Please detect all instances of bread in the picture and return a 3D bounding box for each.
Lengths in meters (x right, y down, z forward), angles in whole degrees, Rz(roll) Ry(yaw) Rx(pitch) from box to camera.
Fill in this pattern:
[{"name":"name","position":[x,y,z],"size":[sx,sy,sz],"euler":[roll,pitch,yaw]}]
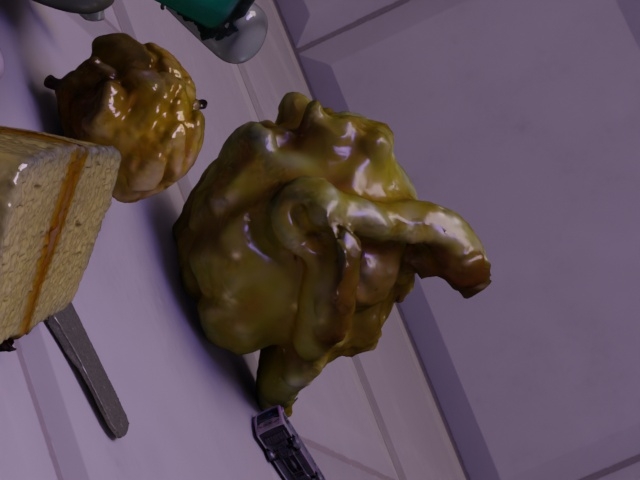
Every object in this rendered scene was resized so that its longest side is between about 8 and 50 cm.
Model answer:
[{"name":"bread","position":[-0.225,-0.025,1.236],"size":[0.178,0.142,0.266],"euler":[50,8,-1]}]

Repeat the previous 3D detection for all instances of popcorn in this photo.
[{"name":"popcorn","position":[-0.010,0.002,1.880],"size":[0.290,0.321,0.326],"euler":[55,30,1]},{"name":"popcorn","position":[-0.179,-0.113,1.631],"size":[0.167,0.152,0.148],"euler":[43,-55,50]}]

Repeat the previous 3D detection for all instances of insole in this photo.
[{"name":"insole","position":[-0.200,0.072,1.403],"size":[0.063,0.010,0.192],"euler":[-71,136,-76]}]

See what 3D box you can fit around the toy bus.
[{"name":"toy bus","position":[-0.030,0.232,1.892],"size":[0.130,0.037,0.052],"euler":[60,8,-34]}]

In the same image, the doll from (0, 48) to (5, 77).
[{"name":"doll","position":[-0.309,-0.211,1.373],"size":[0.160,0.059,0.161],"euler":[57,13,-48]}]

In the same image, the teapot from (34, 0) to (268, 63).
[{"name":"teapot","position":[-0.196,-0.276,1.602],"size":[0.220,0.149,0.318],"euler":[29,-7,-40]}]

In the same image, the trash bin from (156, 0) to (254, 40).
[{"name":"trash bin","position":[-0.184,-0.337,1.327],"size":[0.381,0.259,0.295],"euler":[28,12,-34]}]
